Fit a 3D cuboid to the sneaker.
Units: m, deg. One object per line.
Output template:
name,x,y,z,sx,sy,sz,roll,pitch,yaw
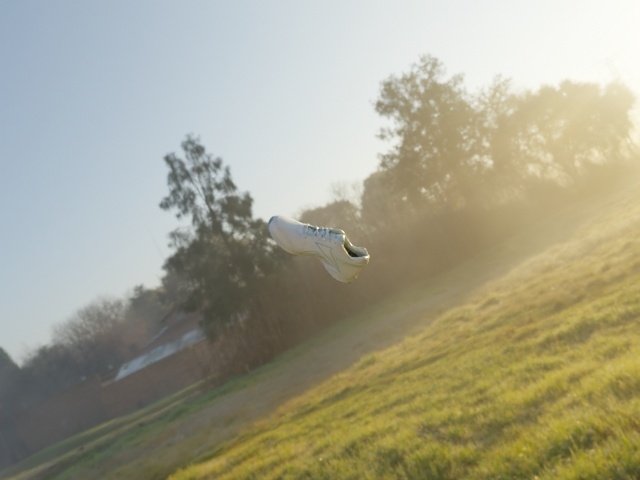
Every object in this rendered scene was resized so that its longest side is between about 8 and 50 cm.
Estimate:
sneaker,0.000,0.000,0.803,0.061,0.152,0.053,-47,21,44
